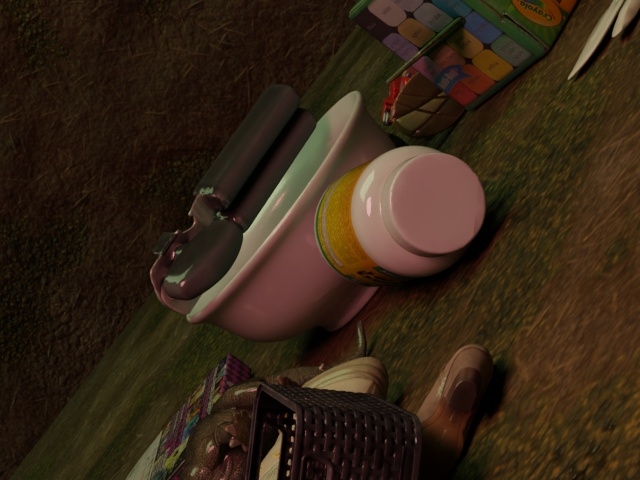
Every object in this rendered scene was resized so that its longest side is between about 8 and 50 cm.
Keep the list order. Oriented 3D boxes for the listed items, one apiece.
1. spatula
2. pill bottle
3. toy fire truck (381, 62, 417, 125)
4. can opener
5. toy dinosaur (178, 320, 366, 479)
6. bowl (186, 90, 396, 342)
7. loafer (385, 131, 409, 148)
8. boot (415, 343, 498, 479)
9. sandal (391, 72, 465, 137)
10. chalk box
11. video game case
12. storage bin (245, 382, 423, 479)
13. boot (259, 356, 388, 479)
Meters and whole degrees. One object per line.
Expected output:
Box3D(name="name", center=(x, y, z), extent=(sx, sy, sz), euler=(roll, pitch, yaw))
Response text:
Box3D(name="spatula", center=(0.314, -0.263, 1.555), extent=(0.242, 0.019, 0.168), euler=(-58, 4, -31))
Box3D(name="pill bottle", center=(0.074, -0.022, 1.530), extent=(0.117, 0.117, 0.208), euler=(-55, 9, -13))
Box3D(name="toy fire truck", center=(0.111, -0.203, 2.066), extent=(0.192, 0.047, 0.135), euler=(-138, 57, -81))
Box3D(name="can opener", center=(-0.082, -0.040, 1.747), extent=(0.093, 0.074, 0.280), euler=(5, 54, 39))
Box3D(name="toy dinosaur", center=(-0.065, 0.172, 1.502), extent=(0.160, 0.121, 0.313), euler=(-21, 35, 48))
Box3D(name="bowl", center=(0.000, 0.000, 1.766), extent=(0.298, 0.134, 0.298), euler=(-52, 9, 12))
Box3D(name="loafer", center=(0.036, -0.084, 2.076), extent=(0.076, 0.078, 0.223), euler=(-57, 10, -27))
Box3D(name="boot", center=(0.084, 0.126, 1.189), extent=(0.118, 0.042, 0.087), euler=(-55, 0, 10))
Box3D(name="sandal", center=(0.149, -0.185, 1.940), extent=(0.180, 0.072, 0.049), euler=(-54, -7, -15))
Box3D(name="chalk box", center=(0.167, -0.274, 1.825), extent=(0.289, 0.179, 0.180), euler=(-59, 11, -26))
Box3D(name="video game case", center=(-0.158, 0.250, 1.914), extent=(0.210, 0.042, 0.232), euler=(-51, 9, 12))
Box3D(name="storage bin", center=(0.003, 0.165, 1.135), extent=(0.180, 0.084, 0.122), euler=(-176, 93, -79))
Box3D(name="boot", center=(-0.026, 0.195, 1.351), extent=(0.213, 0.077, 0.165), euler=(-46, 11, 21))
